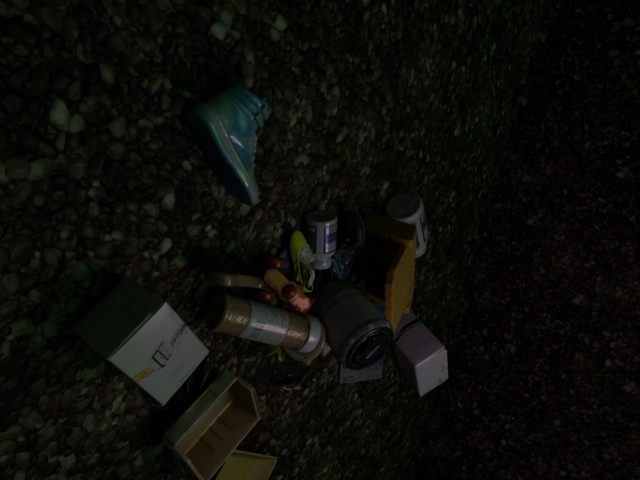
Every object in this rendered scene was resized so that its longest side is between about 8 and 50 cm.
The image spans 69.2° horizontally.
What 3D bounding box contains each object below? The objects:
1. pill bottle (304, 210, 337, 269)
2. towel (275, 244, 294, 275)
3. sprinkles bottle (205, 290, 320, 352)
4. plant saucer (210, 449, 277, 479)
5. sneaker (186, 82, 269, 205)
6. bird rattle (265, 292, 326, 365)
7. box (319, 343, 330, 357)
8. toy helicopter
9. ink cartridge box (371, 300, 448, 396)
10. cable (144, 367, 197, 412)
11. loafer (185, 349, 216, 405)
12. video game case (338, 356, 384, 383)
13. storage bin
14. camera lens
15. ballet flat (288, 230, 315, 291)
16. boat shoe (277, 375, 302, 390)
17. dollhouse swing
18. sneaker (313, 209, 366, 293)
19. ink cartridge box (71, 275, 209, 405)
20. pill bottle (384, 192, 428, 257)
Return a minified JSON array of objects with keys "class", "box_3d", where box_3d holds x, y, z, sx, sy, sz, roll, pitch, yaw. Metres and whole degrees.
[{"class":"pill bottle","box_3d":[0.000,0.000,1.616,0.112,0.111,0.187,-26,128,-46]},{"class":"towel","box_3d":[-0.111,0.069,1.571,0.067,0.029,0.119,-58,145,-15]},{"class":"sprinkles bottle","box_3d":[-0.166,0.252,1.408,0.355,0.121,0.121,23,88,-36]},{"class":"plant saucer","box_3d":[-0.334,0.894,1.647,0.333,0.080,0.333,-60,146,-14]},{"class":"sneaker","box_3d":[-0.189,-0.256,1.207,0.208,0.127,0.319,-49,142,-25]},{"class":"bird rattle","box_3d":[-0.074,0.316,1.614,0.254,0.206,0.143,-57,172,-9]},{"class":"box","box_3d":[0.039,0.421,1.967,0.136,0.028,0.081,-42,137,-38]},{"class":"toy helicopter","box_3d":[-0.173,0.123,1.328,0.355,0.234,0.140,14,96,-56]},{"class":"ink cartridge box","box_3d":[0.393,0.468,2.134,0.166,0.395,0.286,-30,135,-11]},{"class":"cable","box_3d":[-0.418,0.396,1.298,0.150,0.047,0.185,24,88,-56]},{"class":"loafer","box_3d":[-0.354,0.408,1.384,0.061,0.062,0.170,21,91,-61]},{"class":"video game case","box_3d":[0.192,0.570,2.155,0.212,0.023,0.194,-3,115,-13]},{"class":"storage bin","box_3d":[-0.318,0.557,1.401,0.262,0.123,0.261,-45,155,-31]},{"class":"camera lens","box_3d":[0.111,0.304,1.665,0.219,0.274,0.220,-20,134,-22]},{"class":"ballet flat","box_3d":[-0.054,0.076,1.556,0.077,0.077,0.231,-30,129,-42]},{"class":"boat shoe","box_3d":[-0.118,0.549,1.796,0.152,0.056,0.049,33,75,-65]},{"class":"dollhouse swing","box_3d":[0.221,0.134,1.812,0.304,0.314,0.347,-35,134,-40]},{"class":"sneaker","box_3d":[0.071,0.051,1.732,0.139,0.125,0.341,4,102,-51]},{"class":"ink cartridge box","box_3d":[-0.419,0.238,1.102,0.168,0.171,0.233,-50,141,-26]},{"class":"pill bottle","box_3d":[0.396,-0.057,2.090,0.169,0.169,0.302,-52,142,-24]}]
